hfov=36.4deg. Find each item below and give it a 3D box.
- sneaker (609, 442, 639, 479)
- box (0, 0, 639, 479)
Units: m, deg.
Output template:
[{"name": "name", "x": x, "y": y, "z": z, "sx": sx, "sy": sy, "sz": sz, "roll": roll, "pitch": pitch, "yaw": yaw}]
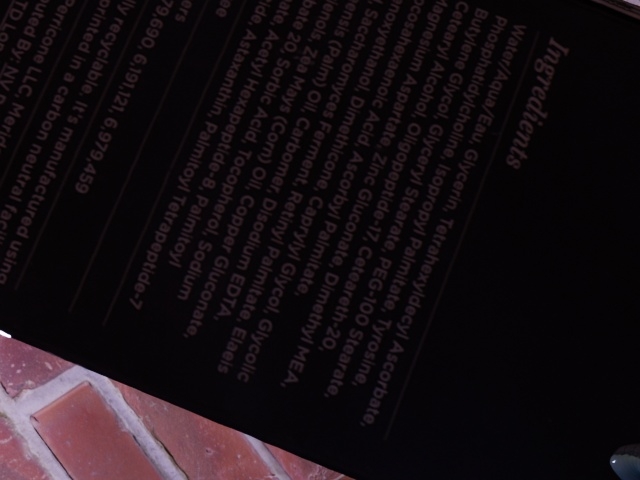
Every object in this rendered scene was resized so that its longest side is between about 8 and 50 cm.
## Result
[{"name": "sneaker", "x": 0.150, "y": 0.119, "z": 0.303, "sx": 0.283, "sy": 0.122, "sz": 0.110, "roll": -27, "pitch": 16, "yaw": 36}, {"name": "box", "x": 0.000, "y": 0.000, "z": 0.712, "sx": 0.480, "sy": 0.471, "sz": 0.297, "roll": 102, "pitch": -171, "yaw": -80}]
